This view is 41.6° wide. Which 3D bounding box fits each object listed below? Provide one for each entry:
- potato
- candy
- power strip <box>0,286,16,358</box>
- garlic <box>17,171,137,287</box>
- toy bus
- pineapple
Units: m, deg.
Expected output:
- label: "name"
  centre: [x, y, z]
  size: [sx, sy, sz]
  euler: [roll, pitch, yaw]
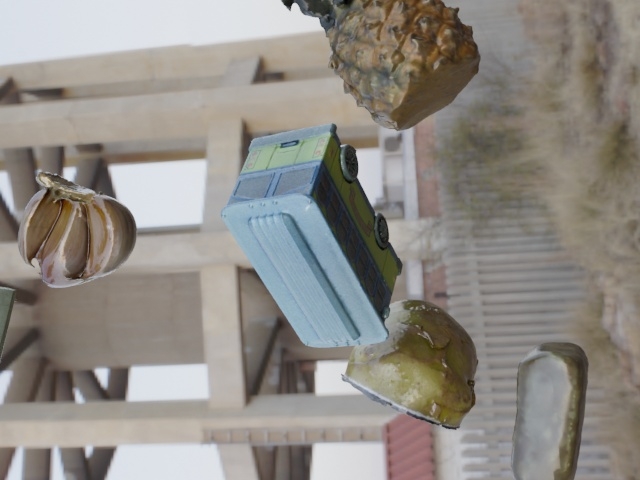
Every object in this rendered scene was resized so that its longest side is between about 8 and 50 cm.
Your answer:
- label: "potato"
  centre: [0.180, 0.212, 1.553]
  size: [0.300, 0.246, 0.196]
  euler: [-142, 72, -87]
- label: "candy"
  centre: [0.361, 0.278, 1.326]
  size: [0.104, 0.102, 0.234]
  euler: [-16, -70, -64]
- label: "power strip"
  centre: [-0.699, 0.212, 1.799]
  size: [0.272, 0.052, 0.078]
  euler: [-95, 24, -45]
- label: "garlic"
  centre: [-0.415, -0.008, 1.486]
  size: [0.160, 0.214, 0.191]
  euler: [-16, -59, -78]
- label: "toy bus"
  centre: [0.000, 0.000, 1.258]
  size: [0.312, 0.152, 0.190]
  euler: [61, -148, -38]
- label: "pineapple"
  centre: [0.033, -0.222, 0.780]
  size: [0.248, 0.128, 0.128]
  euler: [51, 180, 13]
